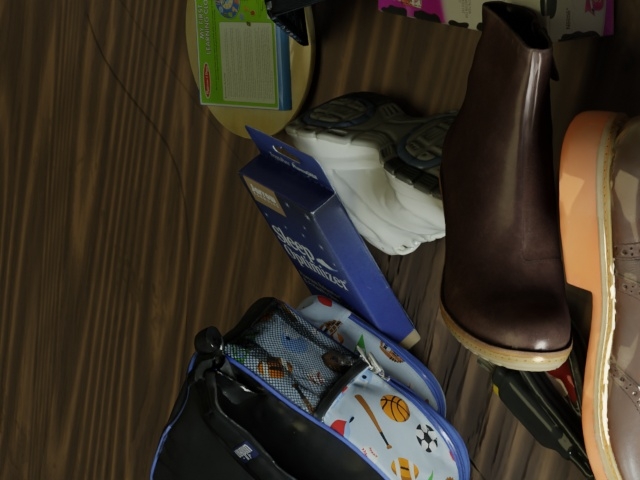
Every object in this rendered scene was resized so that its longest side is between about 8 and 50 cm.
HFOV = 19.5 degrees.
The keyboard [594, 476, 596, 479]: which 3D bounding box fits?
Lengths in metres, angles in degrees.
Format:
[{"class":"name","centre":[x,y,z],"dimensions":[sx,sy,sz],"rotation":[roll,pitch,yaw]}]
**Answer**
[{"class":"keyboard","centre":[0.247,0.283,1.420],"dimensions":[0.072,0.014,0.256],"rotation":[-60,-48,-68]}]

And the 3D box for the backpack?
[{"class":"backpack","centre":[0.001,0.202,1.690],"dimensions":[0.263,0.213,0.276],"rotation":[39,141,16]}]

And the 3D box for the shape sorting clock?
[{"class":"shape sorting clock","centre":[-0.071,-0.205,1.876],"dimensions":[0.206,0.040,0.206],"rotation":[13,109,44]}]

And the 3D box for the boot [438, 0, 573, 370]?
[{"class":"boot","centre":[0.137,-0.043,1.355],"dimensions":[0.248,0.090,0.207],"rotation":[-107,21,-60]}]

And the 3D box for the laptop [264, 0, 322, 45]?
[{"class":"laptop","centre":[0.008,-0.314,1.658],"dimensions":[0.264,0.136,0.234],"rotation":[18,-115,-80]}]

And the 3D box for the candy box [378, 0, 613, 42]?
[{"class":"candy box","centre":[0.136,-0.251,1.488],"dimensions":[0.233,0.071,0.159],"rotation":[23,119,56]}]

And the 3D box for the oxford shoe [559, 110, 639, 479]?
[{"class":"oxford shoe","centre":[0.262,0.082,1.328],"dimensions":[0.132,0.130,0.364],"rotation":[-1,117,27]}]

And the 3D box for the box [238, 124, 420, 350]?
[{"class":"box","centre":[0.000,0.000,1.717],"dimensions":[0.136,0.036,0.225],"rotation":[29,154,53]}]

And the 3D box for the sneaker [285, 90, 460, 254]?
[{"class":"sneaker","centre":[0.085,-0.046,1.631],"dimensions":[0.297,0.111,0.129],"rotation":[26,137,57]}]

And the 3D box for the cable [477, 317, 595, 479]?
[{"class":"cable","centre":[0.227,0.155,1.491],"dimensions":[0.287,0.072,0.139],"rotation":[50,141,24]}]
